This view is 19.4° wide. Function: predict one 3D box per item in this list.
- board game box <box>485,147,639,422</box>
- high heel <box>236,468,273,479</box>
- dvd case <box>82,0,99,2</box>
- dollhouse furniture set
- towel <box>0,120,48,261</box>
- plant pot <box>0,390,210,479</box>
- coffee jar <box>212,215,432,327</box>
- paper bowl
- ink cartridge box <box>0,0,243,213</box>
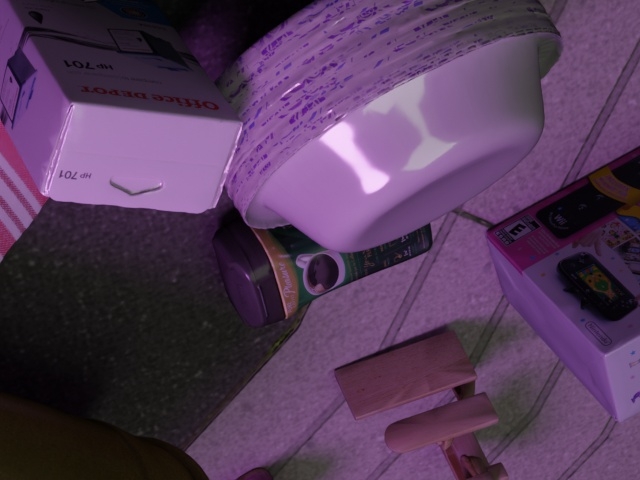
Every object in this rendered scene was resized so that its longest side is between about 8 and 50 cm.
[{"bbox_3d":[0.338,0.007,1.710,0.303,0.224,0.098,-27,129,-9],"label":"board game box"},{"bbox_3d":[-0.115,0.327,1.759,0.244,0.117,0.082,-35,132,-2],"label":"high heel"},{"bbox_3d":[-0.073,-0.280,1.369,0.238,0.029,0.179,-12,108,-21],"label":"dvd case"},{"bbox_3d":[0.097,0.202,1.789,0.123,0.144,0.151,-18,144,-11],"label":"dollhouse furniture set"},{"bbox_3d":[-0.295,-0.020,1.428,0.197,0.029,0.144,-54,138,-22],"label":"towel"},{"bbox_3d":[-0.322,0.248,1.440,0.366,0.366,0.353,-47,127,9],"label":"plant pot"},{"bbox_3d":[0.000,0.000,1.614,0.184,0.079,0.096,-25,134,-12],"label":"coffee jar"},{"bbox_3d":[0.057,-0.095,1.445,0.284,0.148,0.284,-29,169,-6],"label":"paper bowl"},{"bbox_3d":[-0.160,-0.108,1.372,0.139,0.191,0.082,5,120,-32],"label":"ink cartridge box"}]
